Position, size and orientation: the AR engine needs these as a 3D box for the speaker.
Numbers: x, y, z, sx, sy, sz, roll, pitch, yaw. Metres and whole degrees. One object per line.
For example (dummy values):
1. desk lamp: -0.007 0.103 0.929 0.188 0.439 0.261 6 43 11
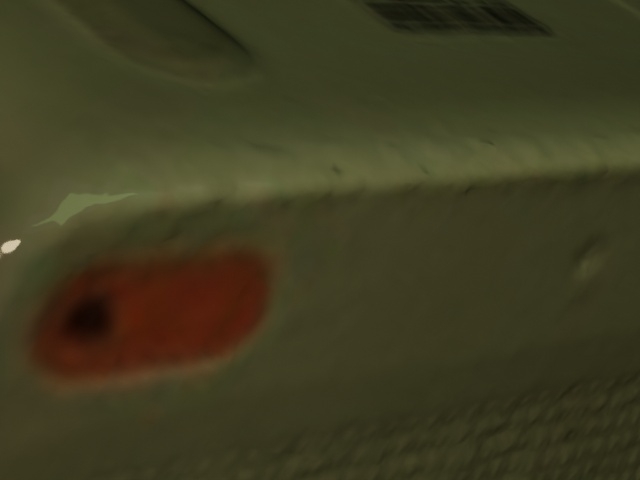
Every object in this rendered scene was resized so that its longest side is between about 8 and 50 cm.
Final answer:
1. speaker: 0.000 0.000 0.504 0.406 0.183 0.184 -5 32 -44
